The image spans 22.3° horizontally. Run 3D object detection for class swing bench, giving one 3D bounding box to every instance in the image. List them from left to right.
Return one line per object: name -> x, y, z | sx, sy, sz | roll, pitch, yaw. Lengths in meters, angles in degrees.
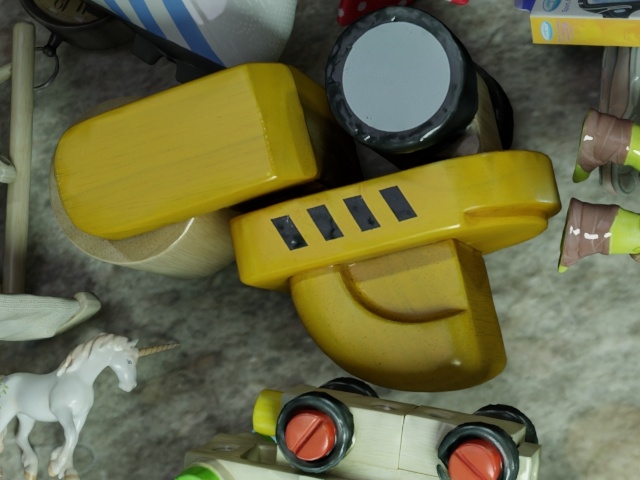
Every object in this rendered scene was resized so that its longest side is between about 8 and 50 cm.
swing bench -> -0.323, -0.039, 1.187 | 0.165, 0.253, 0.254 | -21, 75, 27

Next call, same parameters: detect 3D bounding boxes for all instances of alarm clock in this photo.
alarm clock -> -0.188, -0.203, 1.312 | 0.129, 0.064, 0.192 | 28, 83, 25

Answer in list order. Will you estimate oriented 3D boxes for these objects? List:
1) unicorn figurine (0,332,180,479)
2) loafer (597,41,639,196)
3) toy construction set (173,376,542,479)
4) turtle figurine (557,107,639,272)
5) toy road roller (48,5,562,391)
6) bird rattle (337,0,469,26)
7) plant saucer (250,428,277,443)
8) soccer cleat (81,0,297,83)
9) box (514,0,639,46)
unicorn figurine -> -0.196, 0.124, 1.217 | 0.162, 0.060, 0.111 | -1, 74, 20
loafer -> 0.211, -0.088, 1.148 | 0.039, 0.045, 0.125 | 0, 66, 37
toy construction set -> 0.040, 0.199, 1.012 | 0.328, 0.151, 0.215 | 6, 98, 4
turtle figurine -> 0.267, -0.002, 1.048 | 0.217, 0.087, 0.269 | 11, 81, 7
toy road roller -> 0.000, 0.000, 1.113 | 0.329, 0.202, 0.240 | -15, 80, 14
bird rattle -> 0.050, -0.294, 1.196 | 0.253, 0.143, 0.207 | 45, 58, -9
plant saucer -> -0.066, 0.194, 1.173 | 0.192, 0.018, 0.067 | -41, 65, 5
soccer cleat -> -0.154, -0.231, 1.209 | 0.331, 0.116, 0.143 | 29, 101, 17
box -> 0.209, -0.171, 1.158 | 0.136, 0.028, 0.081 | 4, 43, 23
